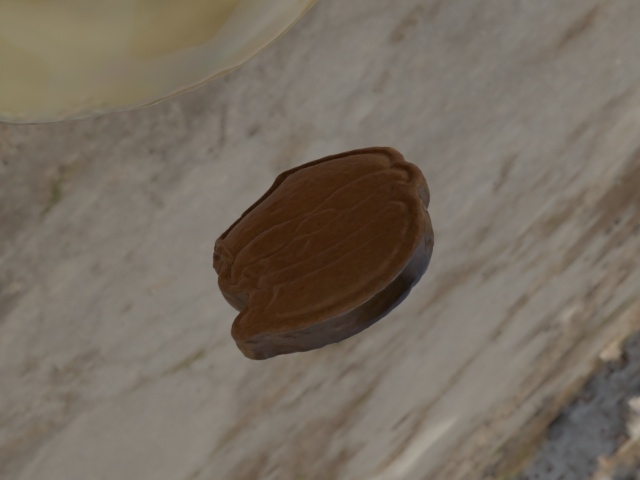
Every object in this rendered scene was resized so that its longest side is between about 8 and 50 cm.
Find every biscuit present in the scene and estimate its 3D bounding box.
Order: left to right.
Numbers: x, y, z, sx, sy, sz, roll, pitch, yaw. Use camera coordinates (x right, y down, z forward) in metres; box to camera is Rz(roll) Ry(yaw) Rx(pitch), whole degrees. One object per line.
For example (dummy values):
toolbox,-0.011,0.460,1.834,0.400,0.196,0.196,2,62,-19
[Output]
biscuit,0.000,0.000,0.596,0.102,0.019,0.130,-24,-150,8

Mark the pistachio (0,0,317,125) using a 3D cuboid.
pistachio,-0.168,-0.241,0.587,0.365,0.446,0.281,-66,-159,-4
